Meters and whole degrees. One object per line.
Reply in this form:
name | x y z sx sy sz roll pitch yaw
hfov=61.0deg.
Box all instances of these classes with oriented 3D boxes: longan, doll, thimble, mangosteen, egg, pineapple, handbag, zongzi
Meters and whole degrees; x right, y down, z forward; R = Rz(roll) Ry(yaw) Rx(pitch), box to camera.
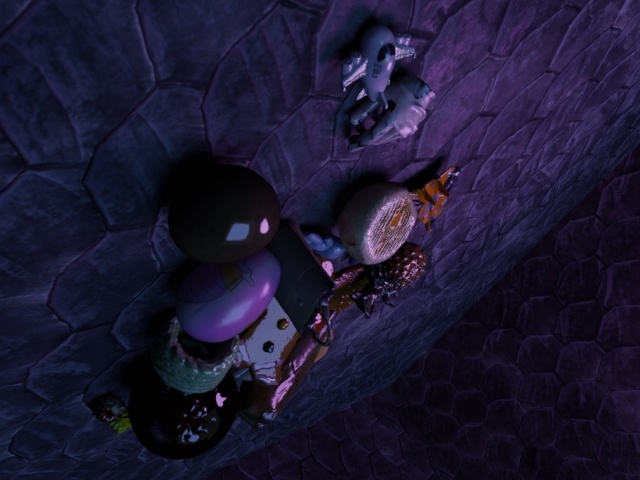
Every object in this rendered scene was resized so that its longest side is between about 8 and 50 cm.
longan | -0.181 -0.053 1.044 0.220 0.197 0.196 -13 147 -23
doll | 0.001 -0.004 1.511 0.180 0.120 0.075 38 60 -50
thimble | -0.326 0.284 1.423 0.219 0.219 0.150 -11 147 -42
mangosteen | -0.393 0.464 1.577 0.307 0.307 0.347 -31 -175 -12
egg | -0.218 0.122 1.293 0.271 0.196 0.196 -42 154 7
pineapple | 0.240 0.145 1.893 0.310 0.170 0.141 -41 -160 -21
handbag | -0.040 0.122 1.373 0.109 0.315 0.241 -21 152 -34
zongzi | -0.110 0.427 1.836 0.393 0.174 0.356 -44 -173 26

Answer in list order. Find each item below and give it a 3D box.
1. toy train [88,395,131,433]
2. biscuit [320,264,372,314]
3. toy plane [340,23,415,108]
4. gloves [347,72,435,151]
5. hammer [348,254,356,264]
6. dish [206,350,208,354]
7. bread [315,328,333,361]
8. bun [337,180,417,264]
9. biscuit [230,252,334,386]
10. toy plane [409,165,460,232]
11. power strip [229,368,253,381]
toy train | -0.623 0.523 1.640 0.085 0.053 0.250 -36 156 -21
biscuit | 0.063 0.200 1.958 0.318 0.040 0.318 -28 153 -15
toy plane | 0.110 -0.338 1.052 0.174 0.080 0.174 -28 151 -17
gloves | 0.148 -0.265 1.197 0.212 0.111 0.127 -49 158 9
hammer | 0.124 0.022 1.707 0.116 0.069 0.194 -21 156 -31
dish | -0.293 0.303 1.672 0.137 0.091 0.039 -37 -162 10
bread | -0.031 0.405 2.122 0.147 0.098 0.217 -22 153 -30
bun | 0.147 -0.053 1.492 0.243 0.153 0.244 -20 126 -31
biscuit | -0.106 0.224 1.592 0.283 0.064 0.432 40 88 -34
toy plane | 0.341 -0.110 1.720 0.204 0.103 0.316 -31 161 -6
power strip | -0.195 0.329 1.738 0.224 0.139 0.140 -37 154 2
